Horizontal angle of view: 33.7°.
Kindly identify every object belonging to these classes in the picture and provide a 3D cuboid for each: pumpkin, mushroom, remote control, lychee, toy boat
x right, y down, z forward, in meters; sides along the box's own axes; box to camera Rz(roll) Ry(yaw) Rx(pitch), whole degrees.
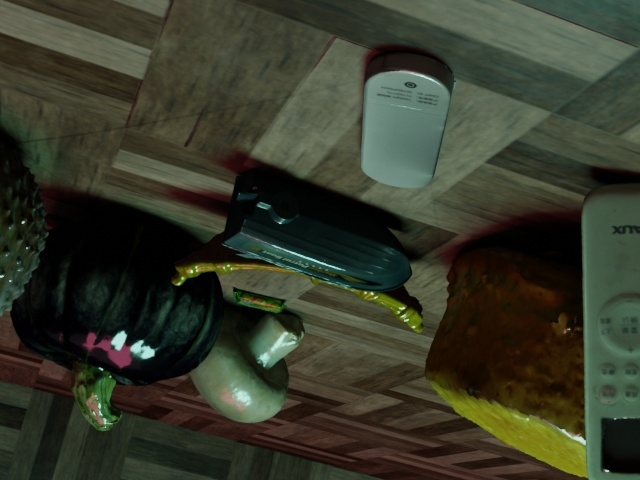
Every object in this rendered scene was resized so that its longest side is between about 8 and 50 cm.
[{"bbox_3d":[-0.296,0.114,1.456,0.295,0.296,0.296,11,161,4],"label":"pumpkin"},{"bbox_3d":[-0.114,0.190,1.743,0.204,0.204,0.204,11,161,4],"label":"mushroom"},{"bbox_3d":[0.296,0.097,1.016,0.090,0.310,0.038,-1,-170,6],"label":"remote control"},{"bbox_3d":[-0.457,-0.004,1.228,0.300,0.300,0.300,11,161,4],"label":"lychee"},{"bbox_3d":[0.077,-0.103,0.968,0.077,0.022,0.245,9,161,4],"label":"remote control"},{"bbox_3d":[0.000,0.000,1.206,0.246,0.093,0.103,19,153,-20],"label":"toy boat"},{"bbox_3d":[-0.018,0.037,1.299,0.317,0.099,0.141,12,-173,-7],"label":"toy boat"}]

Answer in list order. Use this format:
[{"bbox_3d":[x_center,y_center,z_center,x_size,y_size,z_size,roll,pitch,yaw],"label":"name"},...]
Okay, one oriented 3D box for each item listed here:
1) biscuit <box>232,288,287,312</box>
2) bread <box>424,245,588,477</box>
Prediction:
[{"bbox_3d":[-0.097,0.098,1.674,0.089,0.016,0.046,14,161,-3],"label":"biscuit"},{"bbox_3d":[0.282,0.153,1.229,0.337,0.204,0.358,36,170,-12],"label":"bread"}]
